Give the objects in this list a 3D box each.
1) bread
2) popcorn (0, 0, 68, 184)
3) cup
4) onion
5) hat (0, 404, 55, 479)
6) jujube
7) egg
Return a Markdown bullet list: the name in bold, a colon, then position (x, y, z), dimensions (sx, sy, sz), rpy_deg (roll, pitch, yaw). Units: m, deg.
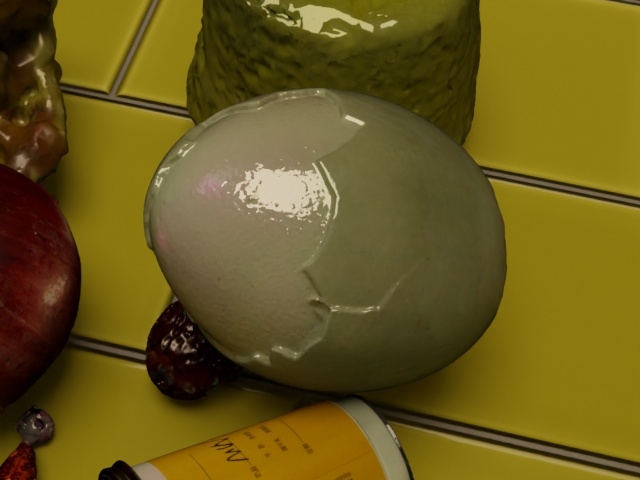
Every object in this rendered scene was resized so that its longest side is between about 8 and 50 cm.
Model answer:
- **bread**: position (0.015, -0.234, 1.231), dimensions (0.348, 0.308, 0.348), rpy_deg (1, 52, -1)
- **popcorn**: position (-0.445, -0.183, 1.229), dimensions (0.321, 0.326, 0.290), rpy_deg (12, 27, -23)
- **cup**: position (-0.064, 0.250, 0.986), dimensions (0.279, 0.196, 0.196), rpy_deg (-22, 59, -25)
- **onion**: position (-0.362, 0.052, 1.079), dimensions (0.276, 0.276, 0.276), rpy_deg (0, 56, -1)
- **hat**: position (-0.304, 0.249, 1.037), dimensions (0.140, 0.129, 0.227), rpy_deg (-9, 37, 13)
- **jujube**: position (-0.114, 0.090, 1.143), dimensions (0.104, 0.104, 0.166), rpy_deg (28, 47, 17)
- **egg**: position (0.000, 0.000, 1.021), dimensions (0.336, 0.278, 0.278), rpy_deg (6, 51, -32)
